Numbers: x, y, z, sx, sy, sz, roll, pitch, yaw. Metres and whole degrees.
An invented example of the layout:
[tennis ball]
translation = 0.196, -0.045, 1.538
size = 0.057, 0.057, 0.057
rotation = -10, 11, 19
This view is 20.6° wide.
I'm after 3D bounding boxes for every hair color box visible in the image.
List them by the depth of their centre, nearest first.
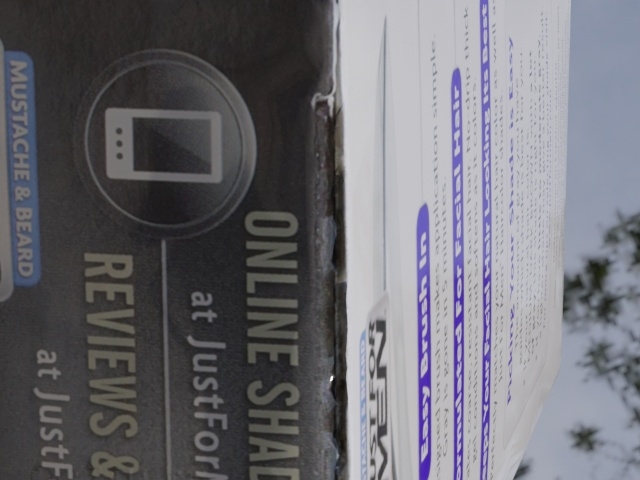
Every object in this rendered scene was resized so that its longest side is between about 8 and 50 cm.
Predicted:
[hair color box]
translation = 0.000, 0.000, 0.505
size = 0.339, 0.110, 0.185
rotation = -44, 135, -71
